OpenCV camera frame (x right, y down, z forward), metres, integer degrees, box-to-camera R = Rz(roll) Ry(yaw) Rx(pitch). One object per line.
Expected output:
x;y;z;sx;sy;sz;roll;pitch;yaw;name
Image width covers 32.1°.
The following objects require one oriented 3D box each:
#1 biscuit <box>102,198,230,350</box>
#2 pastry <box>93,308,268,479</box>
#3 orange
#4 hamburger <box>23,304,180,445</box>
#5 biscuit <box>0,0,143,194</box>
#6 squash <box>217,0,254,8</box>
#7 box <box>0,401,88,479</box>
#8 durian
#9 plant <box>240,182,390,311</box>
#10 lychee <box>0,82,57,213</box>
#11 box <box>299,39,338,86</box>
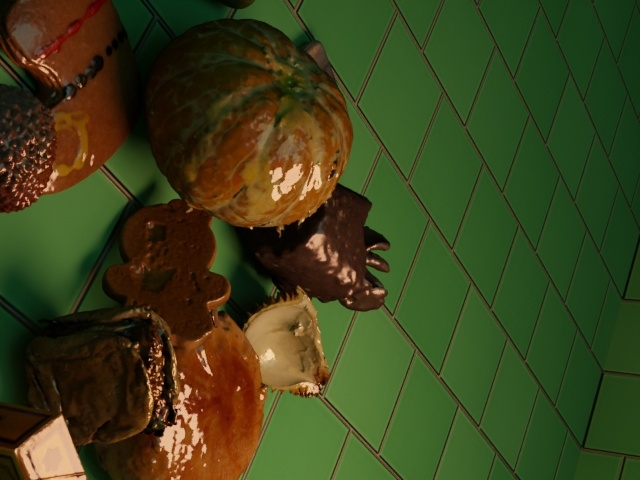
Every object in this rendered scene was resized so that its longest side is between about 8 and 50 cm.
-0.221;0.045;1.603;0.184;0.035;0.249;4;56;-15;biscuit
-0.195;0.259;1.670;0.330;0.136;0.329;-4;95;-56;pastry
-0.111;-0.169;1.633;0.329;0.249;0.329;30;33;-22;orange
-0.288;0.174;1.489;0.130;0.206;0.183;-74;157;-72;hamburger
-0.341;-0.217;1.481;0.262;0.052;0.277;-49;134;-43;biscuit
-0.178;-0.419;1.706;0.239;0.069;0.069;24;72;-53;squash
-0.365;0.346;1.380;0.084;0.193;0.301;-40;124;-47;box
-0.059;0.171;1.857;0.144;0.139;0.252;-36;128;-43;durian
0.000;0.000;1.881;0.276;0.199;0.188;43;53;-50;plant
-0.398;-0.104;1.325;0.165;0.165;0.197;60;43;-38;lychee
-0.055;-0.226;1.921;0.285;0.044;0.142;-49;126;-42;box
